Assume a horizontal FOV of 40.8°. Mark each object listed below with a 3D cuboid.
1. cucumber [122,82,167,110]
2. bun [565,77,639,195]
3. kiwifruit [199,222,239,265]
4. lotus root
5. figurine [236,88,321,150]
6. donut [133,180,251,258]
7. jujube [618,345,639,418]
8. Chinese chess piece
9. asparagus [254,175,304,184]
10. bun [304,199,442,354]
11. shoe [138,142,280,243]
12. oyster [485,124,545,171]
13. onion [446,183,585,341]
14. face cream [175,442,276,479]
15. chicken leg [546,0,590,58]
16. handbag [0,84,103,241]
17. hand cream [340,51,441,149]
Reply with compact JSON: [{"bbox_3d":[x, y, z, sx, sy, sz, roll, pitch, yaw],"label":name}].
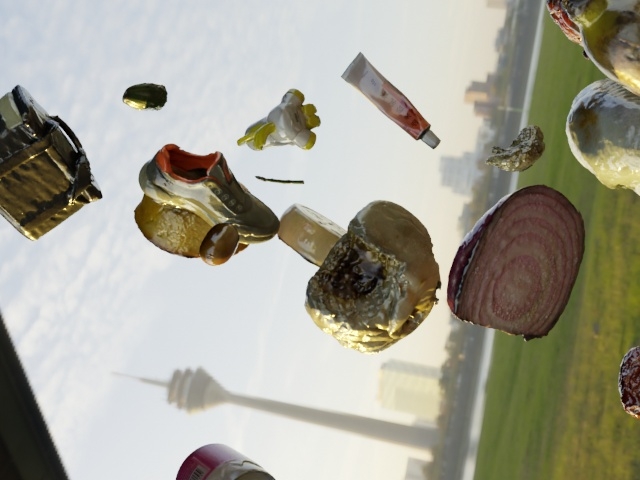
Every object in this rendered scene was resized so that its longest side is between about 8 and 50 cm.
[{"bbox_3d":[-0.383,-0.308,1.881,0.107,0.035,0.067,-10,-43,-53],"label":"cucumber"},{"bbox_3d":[0.650,-0.199,1.659,0.362,0.362,0.211,-53,-29,-67],"label":"bun"},{"bbox_3d":[-0.210,0.009,1.790,0.124,0.075,0.075,-68,-16,-64],"label":"kiwifruit"},{"bbox_3d":[0.483,-0.280,1.238,0.169,0.314,0.141,-71,6,-54],"label":"lotus root"},{"bbox_3d":[-0.079,-0.197,1.519,0.109,0.130,0.178,68,164,-9],"label":"figurine"},{"bbox_3d":[-0.296,-0.080,2.092,0.303,0.303,0.110,-62,-8,-57],"label":"donut"},{"bbox_3d":[0.545,0.242,1.460,0.077,0.077,0.129,87,-159,-48],"label":"jujube"},{"bbox_3d":[0.000,0.000,2.371,0.104,0.257,0.257,-58,-9,8],"label":"Chinese chess piece"},{"bbox_3d":[-0.107,-0.153,2.217,0.016,0.163,0.016,39,-114,-48],"label":"asparagus"},{"bbox_3d":[0.111,0.078,1.568,0.281,0.205,0.281,-47,-12,-13],"label":"bun"},{"bbox_3d":[-0.225,-0.123,1.902,0.171,0.336,0.132,-52,17,48],"label":"shoe"},{"bbox_3d":[0.289,-0.141,1.262,0.038,0.081,0.083,79,-155,-71],"label":"oyster"},{"bbox_3d":[0.307,0.025,1.404,0.111,0.250,0.247,22,94,57],"label":"onion"},{"bbox_3d":[-0.198,0.545,1.850,0.175,0.195,0.175,-5,-81,-33],"label":"face cream"},{"bbox_3d":[0.509,-0.314,1.410,0.083,0.323,0.177,-59,-7,-12],"label":"chicken leg"},{"bbox_3d":[-0.514,-0.142,1.525,0.181,0.181,0.254,54,176,47],"label":"handbag"},{"bbox_3d":[0.131,-0.243,1.528,0.052,0.216,0.038,-46,-7,-3],"label":"hand cream"}]
